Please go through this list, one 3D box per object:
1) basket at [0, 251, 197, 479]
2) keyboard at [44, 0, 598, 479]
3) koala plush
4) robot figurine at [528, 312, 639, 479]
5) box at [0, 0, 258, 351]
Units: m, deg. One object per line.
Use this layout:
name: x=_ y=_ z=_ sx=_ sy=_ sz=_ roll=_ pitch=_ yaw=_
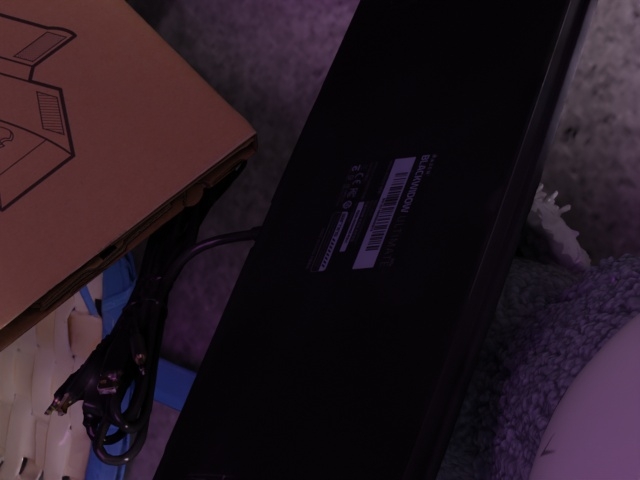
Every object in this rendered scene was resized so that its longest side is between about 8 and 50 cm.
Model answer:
basket: x=-0.173 y=0.092 z=0.873 sx=0.289 sy=0.255 sz=0.201 roll=25 pitch=119 yaw=35
keyboard: x=0.000 y=0.000 z=0.791 sx=0.202 sy=0.033 sz=0.317 roll=-5 pitch=48 yaw=36
koala plush: x=0.100 y=0.065 z=0.763 sx=0.221 sy=0.203 sz=0.196 roll=27 pitch=93 yaw=49
robot figurine: x=0.179 y=0.124 z=0.580 sx=0.173 sy=0.278 sz=0.209 roll=-45 pitch=28 yaw=4
box: x=-0.153 y=-0.058 z=0.832 sx=0.164 sy=0.021 sz=0.201 roll=-39 pitch=69 yaw=-16
